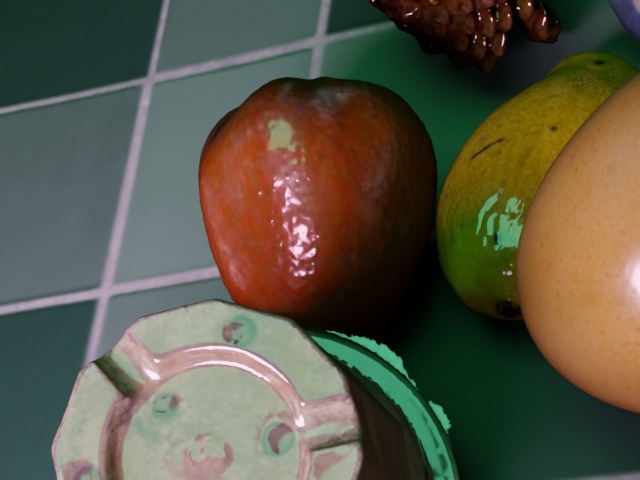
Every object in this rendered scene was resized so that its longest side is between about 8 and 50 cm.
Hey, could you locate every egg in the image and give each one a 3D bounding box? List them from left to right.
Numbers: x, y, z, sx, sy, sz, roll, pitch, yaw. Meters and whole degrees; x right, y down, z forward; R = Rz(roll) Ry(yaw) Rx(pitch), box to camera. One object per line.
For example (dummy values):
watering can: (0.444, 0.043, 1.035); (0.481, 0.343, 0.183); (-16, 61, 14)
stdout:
egg: (0.278, -0.009, 1.225); (0.322, 0.250, 0.250); (-28, 45, 19)

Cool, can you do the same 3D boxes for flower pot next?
flower pot: (-0.056, 0.160, 1.212); (0.290, 0.259, 0.290); (-3, 73, 9)

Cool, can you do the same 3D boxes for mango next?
mango: (0.176, -0.053, 1.419); (0.157, 0.109, 0.262); (3, 54, 36)

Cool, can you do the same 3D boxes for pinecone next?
pinecone: (0.144, -0.288, 1.549); (0.246, 0.246, 0.292); (13, 49, 36)

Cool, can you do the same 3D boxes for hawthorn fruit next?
hawthorn fruit: (0.000, 0.000, 1.437); (0.199, 0.199, 0.251); (-10, 74, 22)

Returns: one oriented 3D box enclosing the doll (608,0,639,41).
doll: (0.338, -0.222, 1.425); (0.258, 0.154, 0.228); (12, 98, 24)
